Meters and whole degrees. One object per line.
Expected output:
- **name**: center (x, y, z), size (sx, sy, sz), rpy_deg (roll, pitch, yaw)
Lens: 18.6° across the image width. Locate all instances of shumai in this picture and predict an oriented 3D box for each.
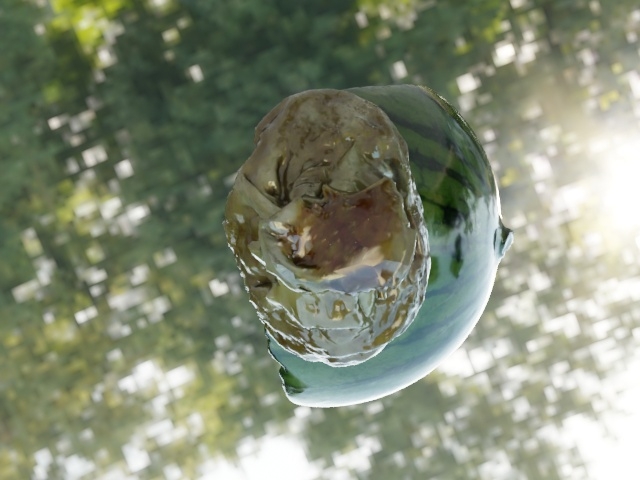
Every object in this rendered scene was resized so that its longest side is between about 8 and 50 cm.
- **shumai**: center (0.000, 0.000, 1.438), size (0.161, 0.209, 0.153), rpy_deg (8, -166, 6)

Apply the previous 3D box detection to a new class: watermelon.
- **watermelon**: center (0.074, 0.008, 1.812), size (0.189, 0.331, 0.331), rpy_deg (4, -155, 25)
